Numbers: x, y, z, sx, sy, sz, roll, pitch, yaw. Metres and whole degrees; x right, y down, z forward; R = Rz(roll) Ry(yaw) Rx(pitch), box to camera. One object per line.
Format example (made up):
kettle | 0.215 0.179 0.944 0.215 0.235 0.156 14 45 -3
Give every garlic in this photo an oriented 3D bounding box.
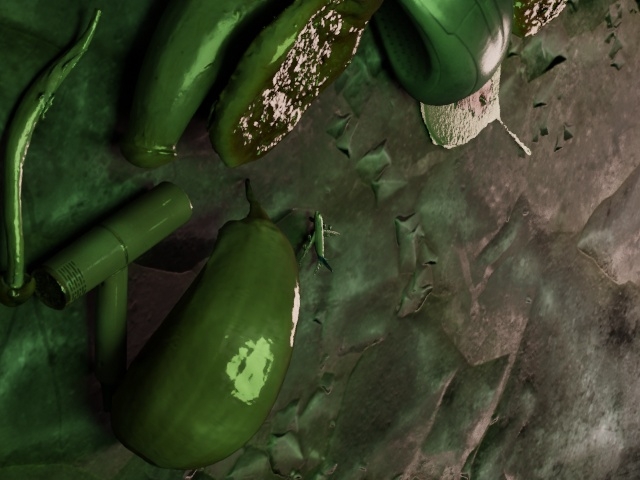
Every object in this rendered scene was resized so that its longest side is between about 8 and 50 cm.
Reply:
garlic | -0.117 0.082 1.917 0.151 0.196 0.338 27 81 -28

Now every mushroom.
mushroom | -0.127 -0.199 1.849 0.270 0.103 0.118 -53 147 -14
mushroom | -0.277 -0.084 1.746 0.068 0.043 0.306 3 101 -71

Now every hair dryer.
hair dryer | -0.203 0.073 1.892 0.195 0.054 0.220 -39 133 -38

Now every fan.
fan | 0.222 -0.179 2.387 0.310 0.010 0.182 36 75 -52

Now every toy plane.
toy plane | -0.002 0.000 2.154 0.078 0.024 0.084 -36 124 -39

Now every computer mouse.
computer mouse | 0.146 -0.307 2.148 0.188 0.122 0.371 -56 137 -23

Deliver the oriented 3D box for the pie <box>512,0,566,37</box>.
pie | 0.267 -0.356 2.320 0.163 0.079 0.193 -37 131 -34

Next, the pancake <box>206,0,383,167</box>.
pancake | -0.026 -0.187 1.919 0.282 0.049 0.282 -48 168 -14
